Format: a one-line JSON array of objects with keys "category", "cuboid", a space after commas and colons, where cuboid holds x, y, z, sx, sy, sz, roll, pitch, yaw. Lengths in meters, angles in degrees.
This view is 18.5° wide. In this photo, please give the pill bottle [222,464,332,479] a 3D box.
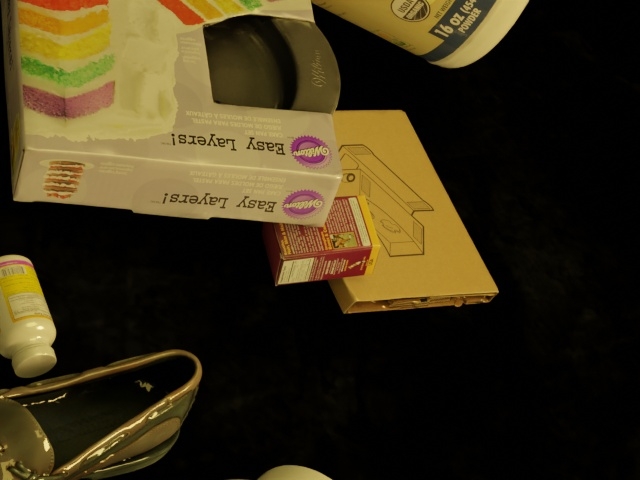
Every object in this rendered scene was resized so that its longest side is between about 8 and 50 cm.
[{"category": "pill bottle", "cuboid": [-0.070, 0.248, 1.240, 0.146, 0.146, 0.264, 43, 40, 5]}]

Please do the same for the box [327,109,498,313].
[{"category": "box", "cuboid": [0.046, -0.028, 1.682, 0.164, 0.021, 0.201, -3, 56, -39]}]

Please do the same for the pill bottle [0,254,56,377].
[{"category": "pill bottle", "cuboid": [-0.213, 0.054, 1.391, 0.043, 0.043, 0.083, 1, 54, -37]}]

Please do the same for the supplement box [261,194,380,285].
[{"category": "supplement box", "cuboid": [0.000, 0.000, 1.582, 0.083, 0.043, 0.055, -6, 57, -14]}]

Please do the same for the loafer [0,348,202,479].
[{"category": "loafer", "cuboid": [-0.190, 0.127, 1.309, 0.267, 0.084, 0.096, -19, 66, -46]}]

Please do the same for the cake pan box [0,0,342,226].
[{"category": "cake pan box", "cuboid": [-0.119, -0.129, 1.577, 0.267, 0.070, 0.245, 6, 51, -17]}]

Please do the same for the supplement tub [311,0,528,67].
[{"category": "supplement tub", "cuboid": [0.041, -0.317, 1.786, 0.316, 0.228, 0.228, 24, 42, -17]}]
